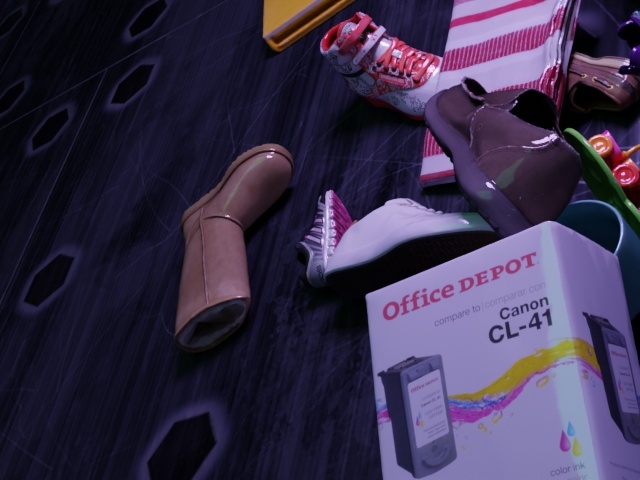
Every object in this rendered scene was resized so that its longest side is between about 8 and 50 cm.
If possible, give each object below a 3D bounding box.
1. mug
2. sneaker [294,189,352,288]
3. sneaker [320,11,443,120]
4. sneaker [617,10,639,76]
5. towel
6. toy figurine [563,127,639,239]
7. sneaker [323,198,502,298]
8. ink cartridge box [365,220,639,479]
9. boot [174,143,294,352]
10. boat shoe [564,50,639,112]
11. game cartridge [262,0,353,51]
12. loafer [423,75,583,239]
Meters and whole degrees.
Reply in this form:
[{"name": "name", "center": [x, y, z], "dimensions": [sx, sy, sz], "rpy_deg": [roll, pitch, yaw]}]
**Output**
[{"name": "mug", "center": [0.266, 0.041, 1.211], "dimensions": [0.157, 0.097, 0.129], "rpy_deg": [-18, 41, 38]}, {"name": "sneaker", "center": [0.000, 0.000, 1.597], "dimensions": [0.075, 0.063, 0.170], "rpy_deg": [-23, 42, 22]}, {"name": "sneaker", "center": [0.104, -0.258, 1.698], "dimensions": [0.090, 0.145, 0.270], "rpy_deg": [-53, 33, -13]}, {"name": "sneaker", "center": [0.409, -0.275, 1.392], "dimensions": [0.098, 0.083, 0.224], "rpy_deg": [11, 51, 6]}, {"name": "towel", "center": [0.233, -0.239, 1.522], "dimensions": [0.237, 0.037, 0.329], "rpy_deg": [-9, 64, 54]}, {"name": "toy figurine", "center": [0.375, -0.092, 1.247], "dimensions": [0.159, 0.130, 0.173], "rpy_deg": [-33, 54, 3]}, {"name": "sneaker", "center": [0.125, -0.014, 1.428], "dimensions": [0.290, 0.106, 0.123], "rpy_deg": [-12, 47, 44]}, {"name": "ink cartridge box", "center": [0.172, 0.168, 1.058], "dimensions": [0.226, 0.131, 0.306], "rpy_deg": [-24, 59, 33]}, {"name": "boot", "center": [-0.122, 0.009, 1.716], "dimensions": [0.236, 0.089, 0.269], "rpy_deg": [-42, 30, 24]}, {"name": "boat shoe", "center": [0.323, -0.194, 1.448], "dimensions": [0.178, 0.064, 0.060], "rpy_deg": [15, 63, 52]}, {"name": "game cartridge", "center": [0.015, -0.523, 2.206], "dimensions": [0.285, 0.053, 0.324], "rpy_deg": [-31, 32, 22]}, {"name": "loafer", "center": [0.215, -0.104, 1.290], "dimensions": [0.130, 0.134, 0.366], "rpy_deg": [-39, 23, 13]}]
